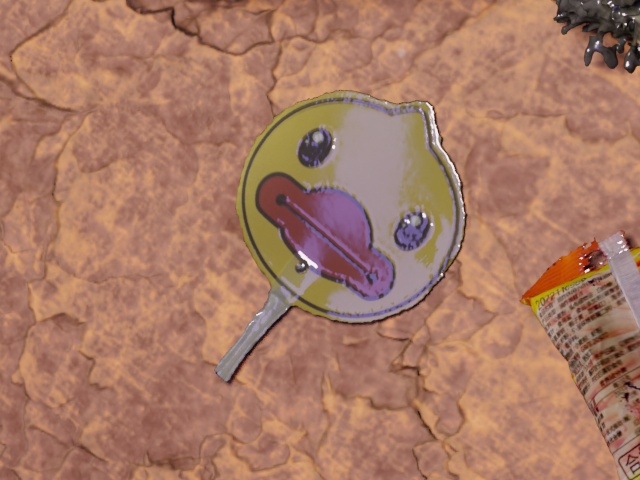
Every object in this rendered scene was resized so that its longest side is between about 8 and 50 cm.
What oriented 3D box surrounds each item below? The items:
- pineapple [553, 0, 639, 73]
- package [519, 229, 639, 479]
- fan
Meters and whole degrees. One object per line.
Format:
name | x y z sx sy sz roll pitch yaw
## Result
pineapple | 0.309 -0.195 1.554 0.279 0.158 0.158 30 100 30
package | 0.313 0.097 1.547 0.223 0.108 0.288 -28 65 9
fan | 0.000 0.000 1.728 0.229 0.011 0.335 41 101 15
